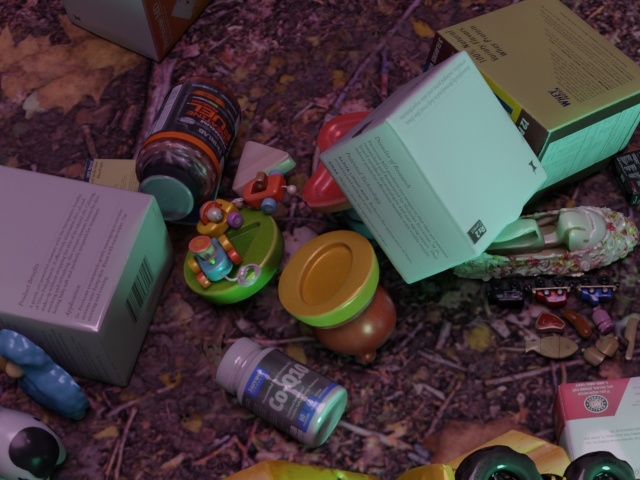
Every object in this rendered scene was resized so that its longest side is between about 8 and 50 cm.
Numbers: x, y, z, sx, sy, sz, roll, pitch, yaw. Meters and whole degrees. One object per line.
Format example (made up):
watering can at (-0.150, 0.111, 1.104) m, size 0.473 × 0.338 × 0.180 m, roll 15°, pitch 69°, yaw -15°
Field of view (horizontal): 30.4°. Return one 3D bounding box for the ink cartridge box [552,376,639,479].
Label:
ink cartridge box at (0.341, 0.260, 1.238) m, size 0.158 × 0.092 × 0.218 m, roll -5°, pitch 58°, yaw 2°

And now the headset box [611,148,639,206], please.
headset box at (0.416, -0.084, 1.474) m, size 0.083 × 0.032 × 0.062 m, roll -15°, pitch 60°, yaw -6°

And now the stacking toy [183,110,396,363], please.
stacking toy at (0.000, 0.000, 1.445) m, size 0.279 × 0.130 × 0.309 m, roll -1°, pitch 52°, yaw 35°

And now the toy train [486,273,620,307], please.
toy train at (0.277, 0.062, 1.400) m, size 0.158 × 0.027 × 0.036 m, roll -3°, pitch 62°, yaw 3°

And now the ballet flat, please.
ballet flat at (0.268, -0.001, 1.411) m, size 0.241 × 0.077 × 0.091 m, roll -10°, pitch 59°, yaw -2°

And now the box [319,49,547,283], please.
box at (0.129, -0.082, 1.305) m, size 0.182 × 0.119 × 0.181 m, roll 55°, pitch 47°, yaw -9°

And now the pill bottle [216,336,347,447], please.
pill bottle at (-0.045, 0.169, 1.333) m, size 0.137 × 0.078 × 0.078 m, roll 28°, pitch 65°, yaw 19°

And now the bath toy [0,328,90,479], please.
bath toy at (-0.392, 0.272, 1.271) m, size 0.151 × 0.129 × 0.348 m, roll 18°, pitch 63°, yaw 15°

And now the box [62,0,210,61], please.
box at (-0.212, -0.462, 1.646) m, size 0.168 × 0.215 × 0.345 m, roll 26°, pitch 65°, yaw 18°

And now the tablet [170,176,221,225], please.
tablet at (-0.161, -0.056, 1.520) m, size 0.054 × 0.006 × 0.083 m, roll 6°, pitch 61°, yaw 8°

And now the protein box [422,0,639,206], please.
protein box at (0.259, -0.175, 1.449) m, size 0.201 × 0.136 × 0.200 m, roll -24°, pitch 58°, yaw -32°

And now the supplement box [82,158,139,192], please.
supplement box at (-0.257, -0.055, 1.497) m, size 0.083 × 0.056 × 0.083 m, roll 1°, pitch 59°, yaw 6°

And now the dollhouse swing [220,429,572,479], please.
dollhouse swing at (0.093, 0.344, 1.084) m, size 0.305 × 0.315 × 0.347 m, roll -36°, pitch 57°, yaw 22°

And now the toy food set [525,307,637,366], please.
toy food set at (0.305, 0.111, 1.376) m, size 0.122 × 0.019 × 0.078 m, roll 7°, pitch 59°, yaw 18°

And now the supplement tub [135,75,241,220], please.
supplement tub at (-0.167, -0.112, 1.468) m, size 0.106 × 0.106 × 0.198 m, roll 5°, pitch 42°, yaw 8°

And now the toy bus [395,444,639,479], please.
toy bus at (0.182, 0.295, 1.025) m, size 0.220 × 0.149 × 0.211 m, roll 4°, pitch 66°, yaw -13°

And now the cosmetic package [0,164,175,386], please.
cosmetic package at (-0.384, 0.024, 1.404) m, size 0.365 × 0.155 × 0.197 m, roll 12°, pitch 60°, yaw 12°

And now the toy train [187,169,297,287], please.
toy train at (-0.102, -0.021, 1.401) m, size 0.125 × 0.046 × 0.166 m, roll -9°, pitch 48°, yaw 30°
